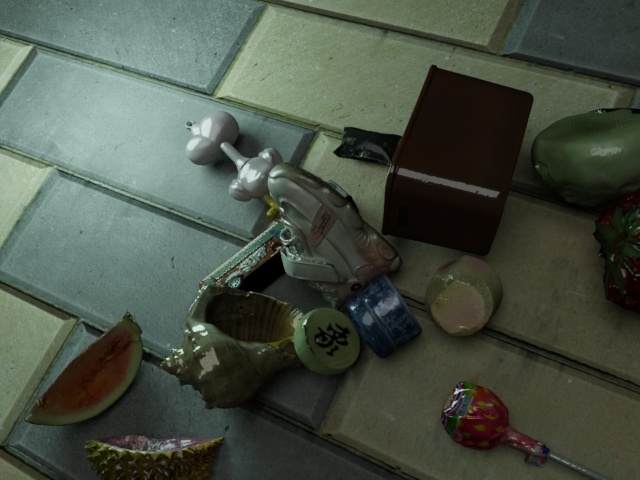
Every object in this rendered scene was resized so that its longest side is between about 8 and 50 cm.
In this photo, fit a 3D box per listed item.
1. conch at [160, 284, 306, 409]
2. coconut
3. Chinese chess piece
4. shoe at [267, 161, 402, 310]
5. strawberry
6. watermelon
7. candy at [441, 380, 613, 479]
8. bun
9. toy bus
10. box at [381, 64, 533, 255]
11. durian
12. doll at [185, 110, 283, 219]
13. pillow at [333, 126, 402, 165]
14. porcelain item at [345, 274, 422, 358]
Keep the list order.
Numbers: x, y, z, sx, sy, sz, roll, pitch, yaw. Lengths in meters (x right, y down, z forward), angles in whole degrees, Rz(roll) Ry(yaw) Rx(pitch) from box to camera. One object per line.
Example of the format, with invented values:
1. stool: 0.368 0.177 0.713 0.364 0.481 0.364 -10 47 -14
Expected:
1. conch: -0.178 0.223 1.500 0.186 0.324 0.263 -39 57 48
2. coconut: 0.294 0.110 1.445 0.147 0.153 0.147 8 109 23
3. Chinese chess piece: 0.014 0.210 1.478 0.144 0.058 0.144 16 56 -25
4. shoe: 0.000 0.000 1.484 0.198 0.351 0.172 -48 20 0
5. strawberry: 0.676 0.022 1.335 0.289 0.238 0.250 8 84 -11
6. watermelon: -0.492 0.305 1.578 0.128 0.159 0.303 45 79 -2
7. candy: 0.400 0.382 1.317 0.366 0.124 0.124 22 73 16
8. bun: 0.580 -0.159 1.465 0.283 0.179 0.283 -15 21 6
9. toy bus: -0.096 0.024 1.617 0.409 0.093 0.092 -38 54 -5
10. box: 0.288 -0.164 1.490 0.230 0.239 0.339 16 61 12
11. durian: -0.366 0.459 1.458 0.261 0.186 0.153 -10 57 25
12. doll: -0.209 -0.202 1.751 0.365 0.094 0.160 39 83 26
13. pillow: 0.113 -0.225 1.700 0.150 0.048 0.090 12 78 15
14. porcelain item: 0.126 0.158 1.464 0.114 0.147 0.147 -34 62 0
